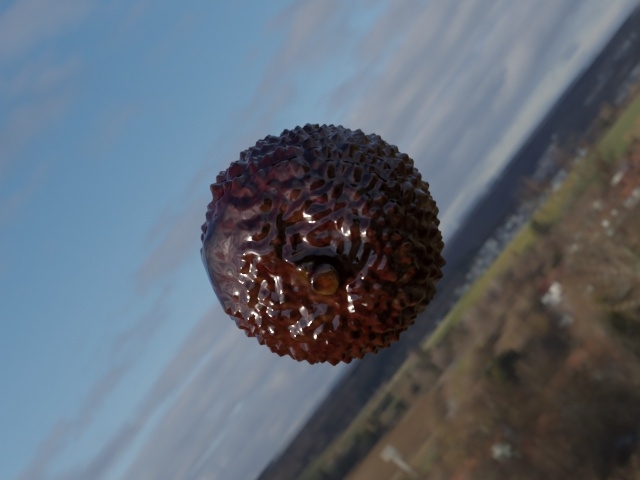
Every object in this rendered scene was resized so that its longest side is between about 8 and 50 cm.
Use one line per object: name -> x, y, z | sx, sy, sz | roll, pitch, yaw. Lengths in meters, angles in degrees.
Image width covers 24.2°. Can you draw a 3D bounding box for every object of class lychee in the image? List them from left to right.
lychee -> 0.000, -0.004, 0.745 | 0.123, 0.123, 0.129 | -55, 25, 31
